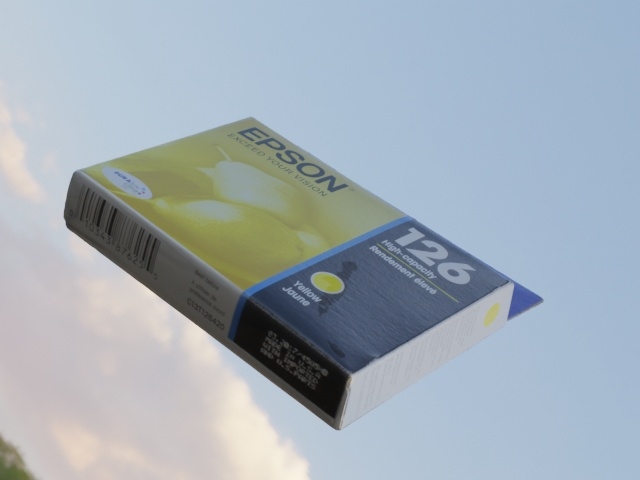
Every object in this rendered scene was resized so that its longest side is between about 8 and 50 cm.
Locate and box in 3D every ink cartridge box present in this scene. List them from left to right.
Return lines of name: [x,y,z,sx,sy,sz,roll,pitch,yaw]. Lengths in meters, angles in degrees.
ink cartridge box: [0.000,0.000,1.172,0.303,0.307,0.072,33,-53,26]
